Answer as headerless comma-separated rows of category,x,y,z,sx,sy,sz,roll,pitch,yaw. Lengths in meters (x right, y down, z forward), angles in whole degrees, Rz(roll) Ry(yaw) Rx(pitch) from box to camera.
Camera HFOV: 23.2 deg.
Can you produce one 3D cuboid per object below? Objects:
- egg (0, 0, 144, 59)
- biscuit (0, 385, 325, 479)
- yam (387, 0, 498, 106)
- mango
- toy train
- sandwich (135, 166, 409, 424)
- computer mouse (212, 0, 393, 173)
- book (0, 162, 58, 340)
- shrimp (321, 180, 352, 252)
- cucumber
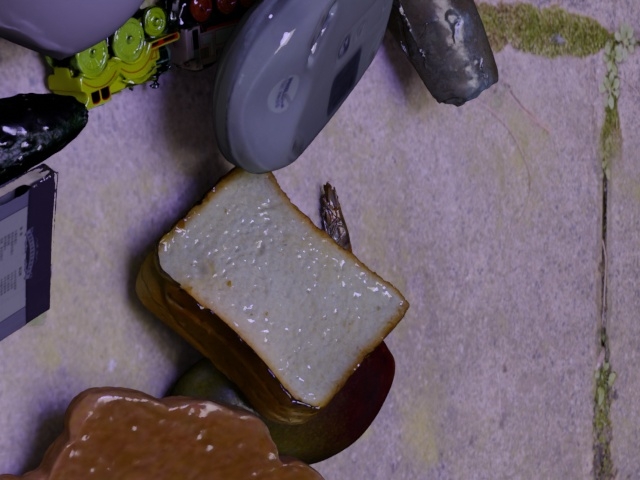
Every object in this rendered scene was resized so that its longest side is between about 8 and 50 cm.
egg,-0.201,-0.263,1.227,0.176,0.176,0.232,16,95,-46
biscuit,-0.151,0.261,1.363,0.376,0.051,0.269,13,95,-34
yam,0.104,-0.269,1.617,0.106,0.106,0.259,-42,121,-38
mango,-0.027,0.150,1.488,0.267,0.111,0.133,-9,108,-40
toy train,-0.142,-0.183,1.394,0.250,0.053,0.085,-30,122,-44
sandwich,-0.044,0.047,1.420,0.215,0.065,0.186,41,53,0
computer mouse,-0.016,-0.190,1.450,0.331,0.095,0.197,-52,162,-55
book,-0.297,0.048,1.204,0.231,0.026,0.157,-36,151,-40
shrimp,0.000,0.000,1.575,0.083,0.023,0.114,-17,107,-43
cucumber,-0.300,-0.053,1.186,0.303,0.081,0.072,-35,149,-44
